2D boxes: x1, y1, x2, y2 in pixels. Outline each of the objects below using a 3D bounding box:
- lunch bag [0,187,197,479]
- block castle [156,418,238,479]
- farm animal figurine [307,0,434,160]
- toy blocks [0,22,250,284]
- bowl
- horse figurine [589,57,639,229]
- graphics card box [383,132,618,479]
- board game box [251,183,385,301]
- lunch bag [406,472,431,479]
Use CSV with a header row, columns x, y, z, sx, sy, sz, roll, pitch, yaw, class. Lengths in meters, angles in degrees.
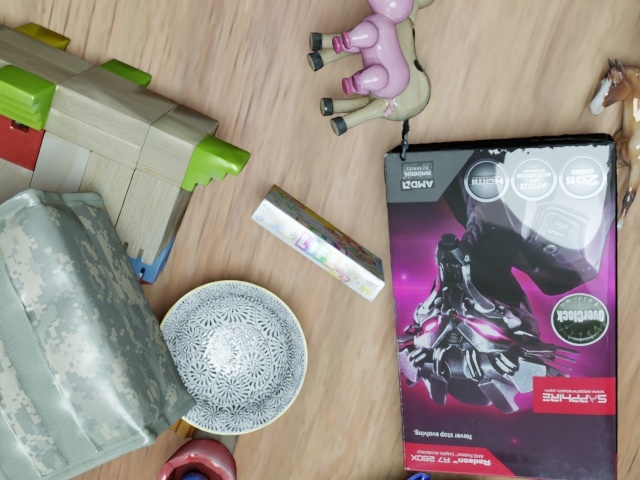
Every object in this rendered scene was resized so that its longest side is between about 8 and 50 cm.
x,y,z,sx,sy,sz,roll,pitch,yaw,class
-0.300,0.113,0.697,0.287,0.169,0.235,-24,89,8,lunch bag
-0.343,0.265,0.873,0.453,0.213,0.303,26,103,-4,block castle
0.061,-0.293,0.726,0.172,0.330,0.326,-17,64,-12,farm animal figurine
-0.293,-0.060,0.835,0.381,0.190,0.260,23,114,-3,toy blocks
-0.100,0.129,0.892,0.170,0.080,0.170,0,90,-2,bowl
0.385,-0.062,0.840,0.263,0.066,0.174,26,102,3,horse figurine
0.199,0.075,0.845,0.233,0.094,0.370,0,102,17,graphics card box
0.000,0.000,0.853,0.154,0.103,0.026,35,102,-6,board game box
0.087,0.396,0.883,0.303,0.115,0.243,-17,74,20,lunch bag
